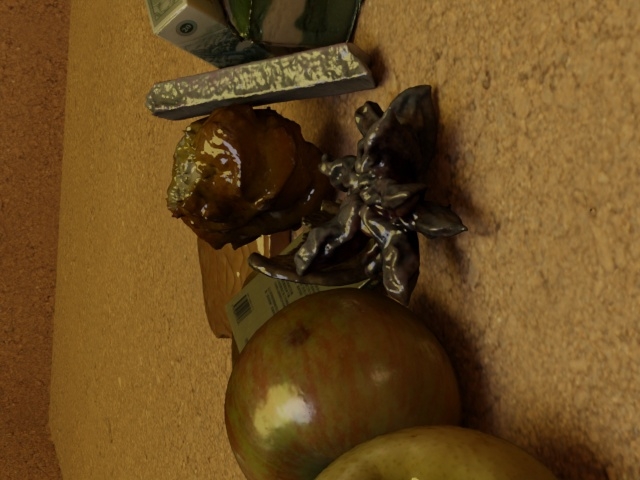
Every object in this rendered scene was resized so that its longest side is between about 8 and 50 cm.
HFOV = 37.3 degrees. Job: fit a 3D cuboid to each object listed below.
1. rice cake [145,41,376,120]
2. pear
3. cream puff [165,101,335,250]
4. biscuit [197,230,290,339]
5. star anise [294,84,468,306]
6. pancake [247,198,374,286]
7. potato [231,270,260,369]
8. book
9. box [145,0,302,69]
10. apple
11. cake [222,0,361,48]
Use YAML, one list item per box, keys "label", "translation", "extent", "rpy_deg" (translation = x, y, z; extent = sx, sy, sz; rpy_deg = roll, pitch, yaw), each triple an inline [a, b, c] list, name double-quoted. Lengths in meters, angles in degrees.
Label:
- label: "rice cake"
  translation: [-0.084, -0.209, 1.267]
  extent: [0.365, 0.073, 0.056]
  rpy_deg: [-5, 82, 32]
- label: "pear"
  translation: [0.104, 0.322, 0.849]
  extent: [0.309, 0.309, 0.309]
  rpy_deg: [177, 90, -65]
- label: "cream puff"
  translation: [-0.104, -0.089, 1.302]
  extent: [0.269, 0.241, 0.154]
  rpy_deg: [57, -159, -71]
- label: "biscuit"
  translation: [-0.145, -0.012, 1.613]
  extent: [0.365, 0.062, 0.385]
  rpy_deg: [175, 91, -65]
- label: "star anise"
  translation: [0.068, -0.060, 1.065]
  extent: [0.212, 0.129, 0.282]
  rpy_deg: [-42, 36, 47]
- label: "pancake"
  translation: [0.000, 0.000, 1.167]
  extent: [0.190, 0.184, 0.020]
  rpy_deg: [-101, 15, -58]
- label: "potato"
  translation: [-0.045, 0.196, 1.322]
  extent: [0.195, 0.177, 0.369]
  rpy_deg: [83, 172, -54]
- label: "book"
  translation: [-0.026, 0.069, 1.256]
  extent: [0.231, 0.026, 0.161]
  rpy_deg: [-43, 40, 17]
- label: "box"
  translation: [-0.135, -0.317, 1.333]
  extent: [0.069, 0.256, 0.164]
  rpy_deg: [-34, 58, 26]
- label: "apple"
  translation: [0.023, 0.179, 1.065]
  extent: [0.264, 0.264, 0.264]
  rpy_deg: [177, 90, -65]
- label: "cake"
  translation: [-0.031, -0.410, 1.214]
  extent: [0.172, 0.158, 0.283]
  rpy_deg: [-123, 40, -49]
